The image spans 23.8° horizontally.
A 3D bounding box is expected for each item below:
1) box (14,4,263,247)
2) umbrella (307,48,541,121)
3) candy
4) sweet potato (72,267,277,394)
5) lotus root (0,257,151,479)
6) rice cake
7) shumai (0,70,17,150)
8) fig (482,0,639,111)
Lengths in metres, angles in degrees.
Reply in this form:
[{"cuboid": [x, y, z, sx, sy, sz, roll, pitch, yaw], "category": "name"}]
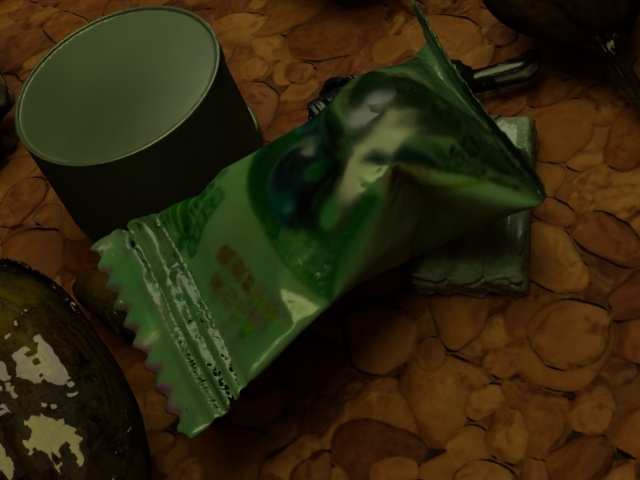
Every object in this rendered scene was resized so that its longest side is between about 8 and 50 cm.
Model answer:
[{"cuboid": [-0.186, -0.116, 1.592, 0.226, 0.149, 0.226, -11, 49, 13], "category": "box"}, {"cuboid": [0.105, -0.157, 1.568, 0.248, 0.071, 0.071, -12, 49, 13], "category": "umbrella"}, {"cuboid": [-0.010, -0.020, 1.381, 0.398, 0.172, 0.263, -32, 41, -4], "category": "candy"}, {"cuboid": [-0.154, 0.079, 1.469, 0.273, 0.075, 0.075, 22, 62, 34], "category": "sweet potato"}, {"cuboid": [-0.274, 0.154, 1.380, 0.196, 0.179, 0.397, -34, 47, -5], "category": "lotus root"}, {"cuboid": [0.151, -0.039, 1.470, 0.124, 0.038, 0.211, -1, 52, 21], "category": "rice cake"}, {"cuboid": [-0.419, -0.173, 1.754, 0.185, 0.184, 0.218, 31, 49, 0], "category": "shumai"}, {"cuboid": [0.285, -0.251, 1.516, 0.191, 0.190, 0.290, -41, 59, -14], "category": "fig"}]
